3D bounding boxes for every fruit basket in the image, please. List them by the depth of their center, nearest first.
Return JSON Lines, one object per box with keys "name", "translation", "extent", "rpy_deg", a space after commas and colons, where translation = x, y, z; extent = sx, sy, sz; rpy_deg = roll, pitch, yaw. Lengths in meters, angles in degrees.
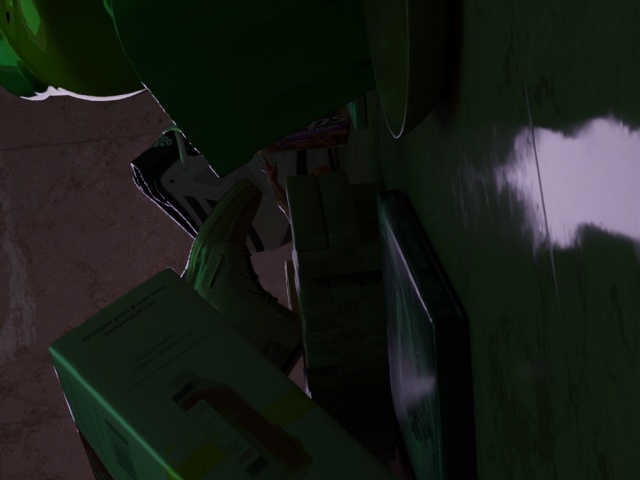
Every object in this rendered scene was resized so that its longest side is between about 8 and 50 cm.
{"name": "fruit basket", "translation": [-0.145, -0.240, 1.063], "extent": [0.283, 0.392, 0.392], "rpy_deg": [57, -158, -63]}

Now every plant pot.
{"name": "plant pot", "translation": [0.049, -0.182, 0.798], "extent": [0.236, 0.032, 0.236], "rpy_deg": [173, 90, -87]}
{"name": "plant pot", "translation": [-0.005, 0.074, 1.861], "extent": [0.081, 0.083, 0.081], "rpy_deg": [92, 170, -69]}

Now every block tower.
{"name": "block tower", "translation": [0.024, 0.091, 1.285], "extent": [0.097, 0.091, 0.335], "rpy_deg": [-99, 3, -48]}

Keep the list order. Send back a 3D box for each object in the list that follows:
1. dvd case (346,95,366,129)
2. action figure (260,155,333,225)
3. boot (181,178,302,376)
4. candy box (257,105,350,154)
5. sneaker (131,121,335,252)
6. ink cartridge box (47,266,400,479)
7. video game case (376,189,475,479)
{"name": "dvd case", "translation": [0.031, -0.171, 1.328], "extent": [0.119, 0.013, 0.087], "rpy_deg": [-101, 6, -67]}
{"name": "action figure", "translation": [0.000, 0.000, 1.487], "extent": [0.280, 0.091, 0.139], "rpy_deg": [87, 164, -48]}
{"name": "boot", "translation": [-0.072, 0.055, 1.459], "extent": [0.213, 0.165, 0.077], "rpy_deg": [-65, -18, 7]}
{"name": "candy box", "translation": [-0.023, -0.150, 1.494], "extent": [0.187, 0.109, 0.053], "rpy_deg": [94, 169, -77]}
{"name": "sneaker", "translation": [-0.130, -0.183, 1.715], "extent": [0.169, 0.257, 0.447], "rpy_deg": [21, 125, 59]}
{"name": "ink cartridge box", "translation": [-0.081, 0.255, 1.312], "extent": [0.384, 0.160, 0.279], "rpy_deg": [40, 151, 31]}
{"name": "video game case", "translation": [0.076, 0.095, 0.956], "extent": [0.274, 0.026, 0.196], "rpy_deg": [-102, 6, -70]}
